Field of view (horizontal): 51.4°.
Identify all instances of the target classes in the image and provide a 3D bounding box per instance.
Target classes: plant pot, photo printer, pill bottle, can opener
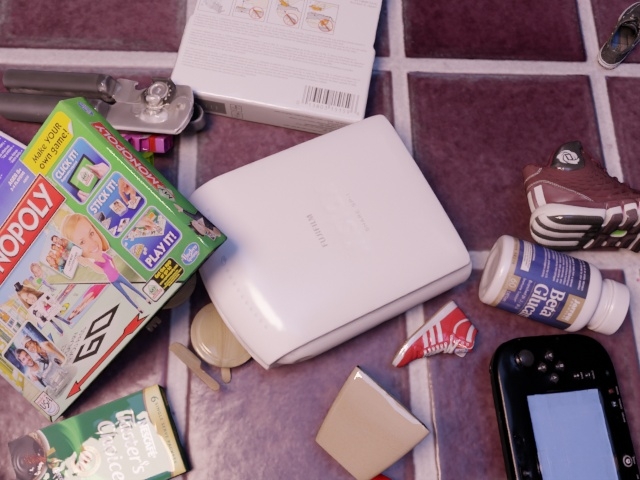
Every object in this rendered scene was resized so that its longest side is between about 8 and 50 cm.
[{"bbox_3d":[0.053,0.220,0.786,0.109,0.109,0.096,41,85,10],"label":"plant pot"},{"bbox_3d":[0.000,0.000,0.840,0.307,0.107,0.256,-23,74,-17],"label":"photo printer"},{"bbox_3d":[0.300,0.062,0.858,0.169,0.094,0.094,18,71,3],"label":"pill bottle"},{"bbox_3d":[-0.300,-0.180,0.919,0.283,0.095,0.076,6,71,12],"label":"can opener"}]

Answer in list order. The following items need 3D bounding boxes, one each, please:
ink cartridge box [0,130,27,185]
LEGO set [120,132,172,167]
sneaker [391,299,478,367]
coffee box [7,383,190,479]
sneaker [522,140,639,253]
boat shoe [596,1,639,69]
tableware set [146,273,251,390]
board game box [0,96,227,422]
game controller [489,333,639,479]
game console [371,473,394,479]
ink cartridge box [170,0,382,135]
[{"bbox_3d":[-0.457,-0.046,0.868,0.208,0.045,0.206,29,72,7],"label":"ink cartridge box"},{"bbox_3d":[-0.258,-0.073,0.834,0.093,0.227,0.087,2,109,2],"label":"LEGO set"},{"bbox_3d":[0.150,0.136,0.850,0.118,0.042,0.067,-40,75,-17],"label":"sneaker"},{"bbox_3d":[-0.258,0.253,0.781,0.184,0.040,0.113,-19,73,-10],"label":"coffee box"},{"bbox_3d":[0.406,-0.071,0.912,0.281,0.106,0.163,3,54,-15],"label":"sneaker"},{"bbox_3d":[0.479,-0.323,1.031,0.049,0.040,0.142,35,73,8],"label":"boat shoe"},{"bbox_3d":[-0.162,0.086,0.846,0.194,0.039,0.128,42,58,4],"label":"tableware set"},{"bbox_3d":[-0.281,0.033,0.736,0.213,0.046,0.317,44,112,-3],"label":"board game box"},{"bbox_3d":[0.303,0.273,0.801,0.166,0.067,0.319,-4,72,-5],"label":"game controller"},{"bbox_3d":[0.091,0.369,0.781,0.124,0.085,0.144,37,70,-24],"label":"game console"},{"bbox_3d":[-0.057,-0.285,0.971,0.275,0.060,0.239,11,70,0],"label":"ink cartridge box"}]
